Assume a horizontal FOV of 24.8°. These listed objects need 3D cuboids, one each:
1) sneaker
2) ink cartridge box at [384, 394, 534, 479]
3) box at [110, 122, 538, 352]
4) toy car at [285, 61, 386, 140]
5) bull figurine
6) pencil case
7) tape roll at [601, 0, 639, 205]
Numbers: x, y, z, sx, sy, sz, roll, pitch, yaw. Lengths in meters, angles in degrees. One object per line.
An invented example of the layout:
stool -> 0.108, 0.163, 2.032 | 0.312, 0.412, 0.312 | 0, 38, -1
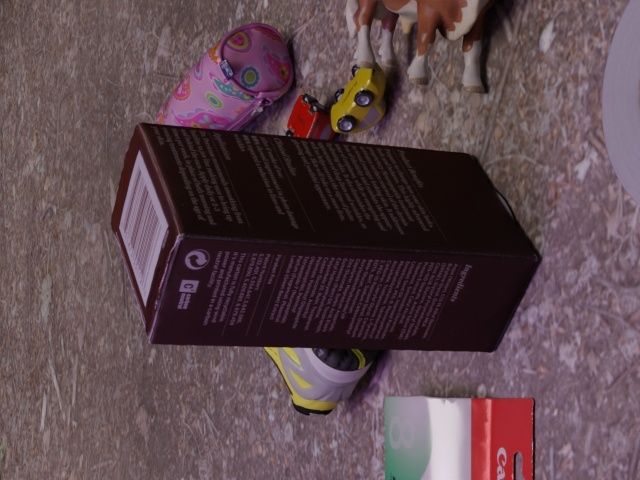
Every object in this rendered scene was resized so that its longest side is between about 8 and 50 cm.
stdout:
sneaker -> -0.049, 0.053, 1.833 | 0.384, 0.145, 0.147 | -110, 35, -44
ink cartridge box -> 0.138, 0.251, 1.511 | 0.225, 0.056, 0.181 | 166, 107, -65
box -> 0.000, 0.000, 1.457 | 0.191, 0.381, 0.143 | -116, 36, -48
toy car -> 0.010, -0.095, 1.795 | 0.239, 0.053, 0.225 | -22, 52, 63
bull figurine -> 0.120, -0.266, 1.573 | 0.310, 0.101, 0.188 | -148, 63, -62
pencil case -> -0.140, -0.205, 2.095 | 0.284, 0.124, 0.124 | -33, 56, 58
tape roll -> 0.318, -0.123, 1.165 | 0.219, 0.072, 0.219 | -17, 71, 62
